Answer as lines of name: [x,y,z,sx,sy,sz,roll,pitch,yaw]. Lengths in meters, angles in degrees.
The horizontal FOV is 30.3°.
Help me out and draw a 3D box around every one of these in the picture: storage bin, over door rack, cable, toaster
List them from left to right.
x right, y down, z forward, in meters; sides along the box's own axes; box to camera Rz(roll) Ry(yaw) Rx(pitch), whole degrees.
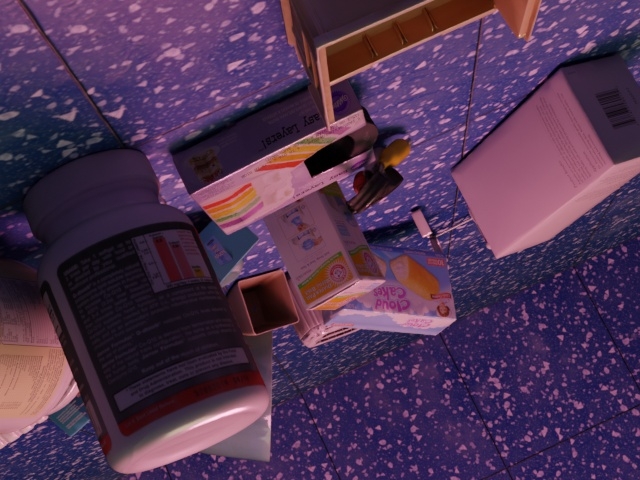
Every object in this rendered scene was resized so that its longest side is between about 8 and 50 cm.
toaster: [0.014,0.122,2.412,0.227,0.146,0.129,-17,162,-28]
cable: [0.065,-0.085,1.784,0.139,0.072,0.287,-41,177,20]
storage bin: [0.097,-0.257,1.289,0.262,0.123,0.260,-25,165,-4]
over door rack: [0.331,-0.037,2.463,0.240,0.108,0.324,-28,165,6]

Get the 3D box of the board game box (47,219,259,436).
board game box: [-0.264,0.122,1.810,0.254,0.079,0.336,-41,-173,45]

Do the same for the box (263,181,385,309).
box: [0.000,0.000,1.855,0.103,0.203,0.114,-31,164,20]

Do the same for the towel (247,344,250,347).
towel: [-0.327,0.226,2.135,0.272,0.040,0.370,26,140,-21]

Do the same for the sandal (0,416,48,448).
sandal: [-0.618,0.303,2.069,0.416,0.169,0.102,-20,-155,-15]

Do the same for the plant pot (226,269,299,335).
plant pot: [-0.125,0.129,2.313,0.109,0.109,0.096,-15,175,-36]

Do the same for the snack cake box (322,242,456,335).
snack cake box: [0.130,0.096,2.348,0.264,0.152,0.089,7,151,-28]

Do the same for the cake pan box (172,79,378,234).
cake pan box: [-0.051,-0.117,1.643,0.267,0.070,0.246,-26,168,-1]

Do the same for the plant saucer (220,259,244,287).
plant saucer: [-0.189,0.068,2.137,0.119,0.021,0.119,-24,166,-6]

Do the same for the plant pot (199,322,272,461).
plant pot: [-0.217,0.303,2.412,0.235,0.292,0.293,1,162,-4]

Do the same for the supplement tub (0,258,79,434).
supplement tub: [-0.457,0.132,1.497,0.235,0.235,0.325,-29,165,14]

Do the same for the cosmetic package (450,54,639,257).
cosmetic package: [0.408,-0.140,2.065,0.155,0.196,0.365,-17,165,-31]

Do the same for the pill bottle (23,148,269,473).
pill bottle: [-0.224,0.083,1.460,0.210,0.362,0.210,-23,165,-7]
